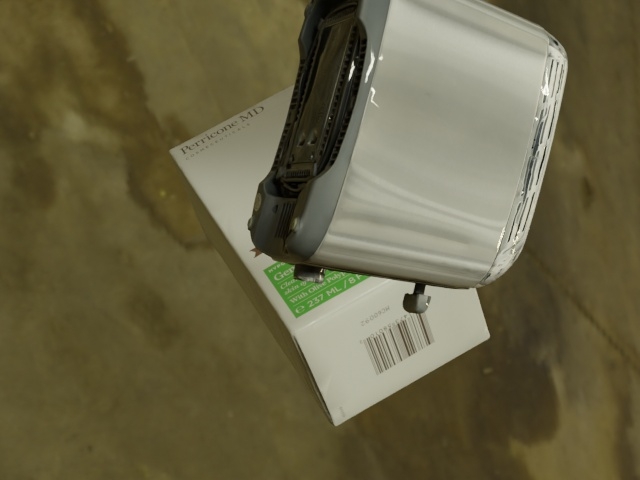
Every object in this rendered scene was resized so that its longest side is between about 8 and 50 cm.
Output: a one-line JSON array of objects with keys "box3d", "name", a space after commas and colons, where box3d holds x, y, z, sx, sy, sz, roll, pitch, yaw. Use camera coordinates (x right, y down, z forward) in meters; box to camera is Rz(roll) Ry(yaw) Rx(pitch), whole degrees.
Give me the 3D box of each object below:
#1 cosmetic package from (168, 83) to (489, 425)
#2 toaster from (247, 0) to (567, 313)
[{"box3d": [0.000, 0.000, 1.399, 0.365, 0.197, 0.155, 51, -13, 47], "name": "cosmetic package"}, {"box3d": [0.057, -0.073, 0.812, 0.146, 0.129, 0.227, 16, 85, -20], "name": "toaster"}]
